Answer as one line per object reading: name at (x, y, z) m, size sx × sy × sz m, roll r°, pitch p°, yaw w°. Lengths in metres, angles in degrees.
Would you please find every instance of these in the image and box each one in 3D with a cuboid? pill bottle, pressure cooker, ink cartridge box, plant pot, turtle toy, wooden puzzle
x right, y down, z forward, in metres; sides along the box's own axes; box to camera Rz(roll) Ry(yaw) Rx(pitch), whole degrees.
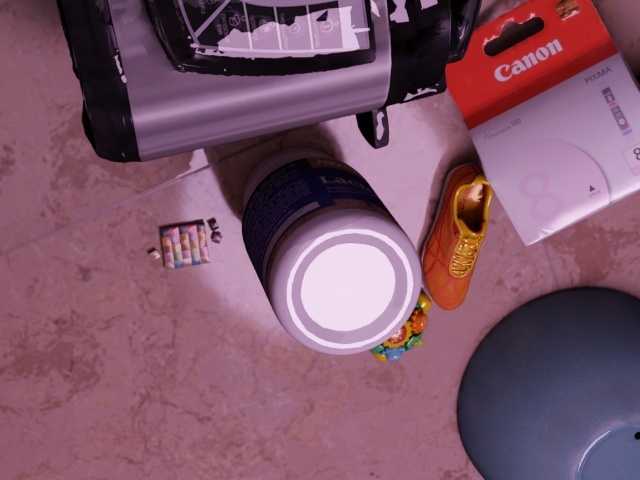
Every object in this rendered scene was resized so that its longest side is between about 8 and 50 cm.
pill bottle at (0.000, 0.000, 1.673) m, size 0.153 × 0.264 × 0.153 m, roll -5°, pitch 112°, yaw -12°
pressure cooker at (-0.049, -0.288, 1.502) m, size 0.420 × 0.375 × 0.370 m, roll -13°, pitch 156°, yaw -8°
ink cartridge box at (0.250, -0.137, 1.736) m, size 0.189 × 0.066 × 0.232 m, roll -28°, pitch 103°, yaw 14°
plant pot at (0.323, 0.224, 1.866) m, size 0.290 × 0.195 × 0.290 m, roll -4°, pitch 111°, yaw -10°
turtle toy at (0.067, 0.087, 1.828) m, size 0.130 × 0.066 × 0.095 m, roll 33°, pitch 101°, yaw -21°
wooden puzzle at (-0.149, 0.006, 1.783) m, size 0.083 × 0.006 × 0.049 m, roll -9°, pitch 112°, yaw -9°

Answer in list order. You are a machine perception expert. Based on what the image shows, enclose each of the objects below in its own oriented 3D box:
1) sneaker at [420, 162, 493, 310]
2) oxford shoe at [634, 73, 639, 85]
sneaker at (0.154, 0.001, 1.814) m, size 0.064 × 0.067 × 0.175 m, roll 1°, pitch 112°, yaw -14°
oxford shoe at (0.351, -0.117, 1.808) m, size 0.227 × 0.083 × 0.096 m, roll -38°, pitch 117°, yaw 17°
